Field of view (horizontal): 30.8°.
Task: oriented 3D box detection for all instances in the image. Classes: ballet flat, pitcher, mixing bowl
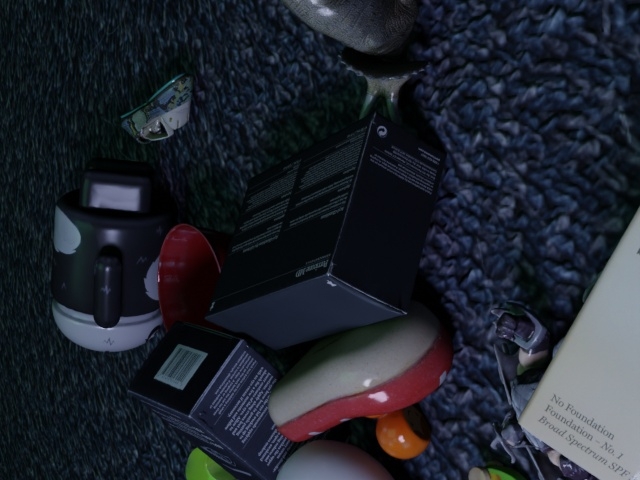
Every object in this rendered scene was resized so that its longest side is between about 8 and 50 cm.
[{"bbox_3d":[-0.217,-0.180,1.631,0.188,0.070,0.070,-20,79,57],"label":"ballet flat"},{"bbox_3d":[0.025,0.320,1.228,0.207,0.178,0.125,38,155,38],"label":"pitcher"},{"bbox_3d":[-0.126,0.064,1.490,0.181,0.098,0.181,11,104,55],"label":"mixing bowl"}]

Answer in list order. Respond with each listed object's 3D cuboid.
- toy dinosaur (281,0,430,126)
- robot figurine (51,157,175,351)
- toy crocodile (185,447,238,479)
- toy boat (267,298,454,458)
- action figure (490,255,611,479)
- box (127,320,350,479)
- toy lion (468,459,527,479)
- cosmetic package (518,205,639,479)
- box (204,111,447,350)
[{"bbox_3d":[0.022,-0.252,1.122,0.121,0.313,0.160,-9,50,46],"label":"toy dinosaur"},{"bbox_3d":[-0.297,0.025,1.678,0.174,0.209,0.278,19,112,30],"label":"robot figurine"},{"bbox_3d":[-0.064,0.390,1.435,0.340,0.115,0.105,54,137,37],"label":"toy crocodile"},{"bbox_3d":[0.060,0.165,1.222,0.151,0.151,0.231,49,143,-4],"label":"toy boat"},{"bbox_3d":[0.218,0.117,0.990,0.185,0.099,0.285,62,144,21],"label":"action figure"},{"bbox_3d":[-0.094,0.203,1.358,0.153,0.207,0.108,9,60,53],"label":"box"},{"bbox_3d":[0.187,0.272,1.121,0.096,0.034,0.100,10,103,48],"label":"toy lion"},{"bbox_3d":[0.280,0.029,0.773,0.160,0.113,0.309,32,113,20],"label":"cosmetic package"},{"bbox_3d":[0.000,0.000,1.225,0.261,0.103,0.184,-22,44,56],"label":"box"}]
